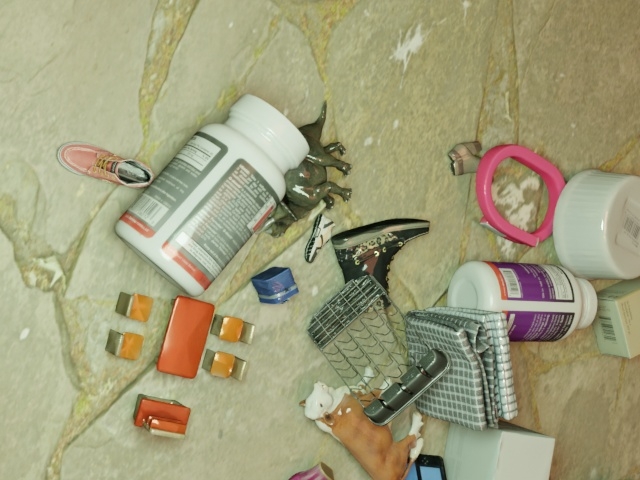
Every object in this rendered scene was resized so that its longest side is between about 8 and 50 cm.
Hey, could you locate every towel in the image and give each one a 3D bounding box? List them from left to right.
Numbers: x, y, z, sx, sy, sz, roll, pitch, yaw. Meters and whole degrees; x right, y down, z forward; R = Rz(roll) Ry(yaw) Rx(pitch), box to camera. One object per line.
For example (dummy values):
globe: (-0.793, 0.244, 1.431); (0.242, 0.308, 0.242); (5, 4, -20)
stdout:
towel: (0.286, 0.267, 1.830); (0.121, 0.284, 0.234); (-8, 93, -23)

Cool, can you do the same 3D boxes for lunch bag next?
lunch bag: (-0.089, 0.096, 1.758); (0.067, 0.098, 0.065); (-28, 105, -27)

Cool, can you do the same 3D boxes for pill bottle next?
pill bottle: (-0.198, -0.089, 1.634); (0.210, 0.210, 0.363); (44, 78, -19)
pill bottle: (0.464, 0.141, 1.964); (0.323, 0.181, 0.181); (4, 89, -25)

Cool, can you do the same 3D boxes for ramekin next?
ramekin: (0.700, -0.034, 2.065); (0.277, 0.135, 0.277); (-3, 95, -36)

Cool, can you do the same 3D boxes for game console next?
game console: (0.222, 0.548, 1.924); (0.071, 0.107, 0.122); (-18, 100, -52)

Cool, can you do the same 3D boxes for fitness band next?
fitness band: (0.468, -0.104, 2.005); (0.291, 0.054, 0.208); (24, 82, -34)

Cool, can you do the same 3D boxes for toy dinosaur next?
toy dinosaur: (-0.023, -0.150, 1.772); (0.160, 0.121, 0.313); (13, 87, -26)

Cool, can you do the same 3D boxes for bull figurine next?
bull figurine: (0.098, 0.388, 1.846); (0.188, 0.101, 0.310); (-43, 107, -20)

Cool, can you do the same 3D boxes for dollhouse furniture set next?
dollhouse furniture set: (-0.274, 0.238, 1.656); (0.262, 0.135, 0.259); (17, 84, -24)

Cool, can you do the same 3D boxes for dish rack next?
dish rack: (0.107, 0.215, 1.762); (0.208, 0.271, 0.074); (-42, 152, 5)

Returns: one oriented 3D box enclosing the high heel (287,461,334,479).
high heel: (0.021, 0.576, 1.844); (0.117, 0.082, 0.244); (-34, 122, 12)

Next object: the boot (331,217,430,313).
boot: (0.140, 0.051, 1.875); (0.237, 0.085, 0.178); (-13, 102, -25)

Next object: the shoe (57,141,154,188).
shoe: (-0.403, -0.143, 1.622); (0.178, 0.081, 0.063); (19, 83, -23)

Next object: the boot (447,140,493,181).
boot: (0.343, -0.171, 1.985); (0.087, 0.042, 0.118); (-28, 101, -15)

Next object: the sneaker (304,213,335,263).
sneaker: (0.000, 0.000, 1.829); (0.044, 0.040, 0.109); (25, 81, -25)

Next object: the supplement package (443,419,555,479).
supplement package: (0.390, 0.506, 1.924); (0.149, 0.203, 0.194); (12, 86, -24)

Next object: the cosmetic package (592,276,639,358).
cosmetic package: (0.838, 0.167, 2.172); (0.310, 0.113, 0.160); (-21, 99, -22)
